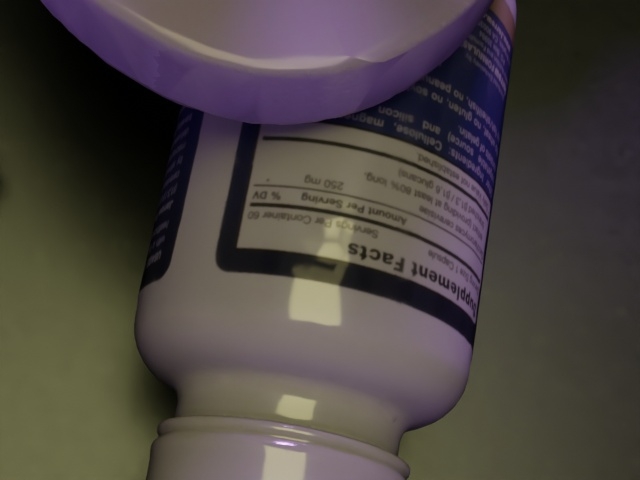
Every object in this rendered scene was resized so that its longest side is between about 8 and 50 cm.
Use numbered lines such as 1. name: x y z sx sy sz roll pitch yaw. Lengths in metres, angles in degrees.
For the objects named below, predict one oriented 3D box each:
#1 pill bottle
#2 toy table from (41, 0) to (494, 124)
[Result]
1. pill bottle: 0.000 0.000 0.380 0.094 0.094 0.169 12 71 -5
2. toy table: -0.010 -0.187 0.314 0.252 0.161 0.274 -13 68 -13
